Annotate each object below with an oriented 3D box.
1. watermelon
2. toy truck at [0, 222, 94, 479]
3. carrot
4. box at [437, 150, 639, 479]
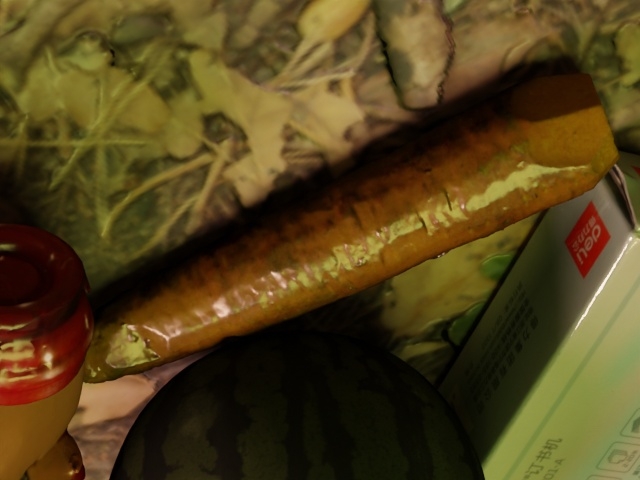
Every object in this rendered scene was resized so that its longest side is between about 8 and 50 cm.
[{"bbox_3d":[-0.012,0.151,0.988,0.212,0.212,0.212,-8,133,-9],"label":"watermelon"},{"bbox_3d":[-0.250,0.078,0.891,0.265,0.239,0.189,-39,148,-40],"label":"toy truck"},{"bbox_3d":[0.000,0.000,0.961,0.314,0.066,0.066,-24,133,9],"label":"carrot"},{"bbox_3d":[0.156,0.076,1.059,0.135,0.079,0.269,10,127,-25],"label":"box"}]
